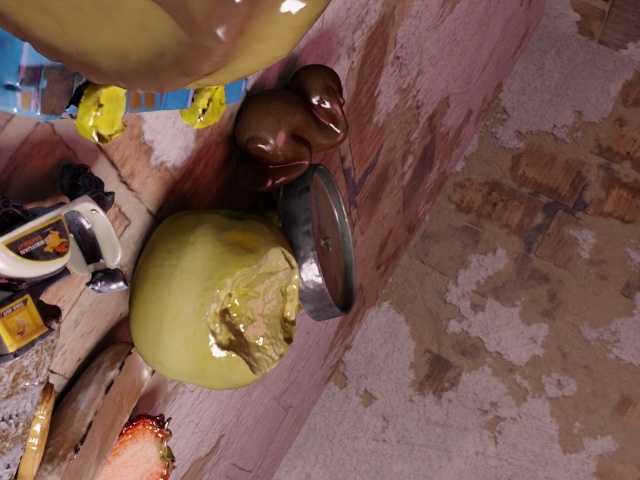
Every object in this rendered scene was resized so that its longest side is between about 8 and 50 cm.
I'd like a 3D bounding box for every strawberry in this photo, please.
[{"bbox_3d":[-0.356,0.385,1.441,0.208,0.087,0.167,-19,120,-32],"label":"strawberry"}]

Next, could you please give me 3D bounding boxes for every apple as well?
[{"bbox_3d":[-0.155,0.081,1.227,0.279,0.279,0.279,-55,163,-25],"label":"apple"}]

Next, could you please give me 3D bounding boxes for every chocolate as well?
[{"bbox_3d":[-0.347,0.264,1.220,0.161,0.083,0.261,96,17,-56],"label":"chocolate"}]

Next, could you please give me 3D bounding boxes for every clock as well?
[{"bbox_3d":[0.000,0.000,1.424,0.280,0.055,0.280,-10,90,-74],"label":"clock"}]

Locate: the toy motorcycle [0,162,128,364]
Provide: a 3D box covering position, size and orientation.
[{"bbox_3d":[-0.287,0.013,0.869,0.157,0.091,0.263,68,26,-11],"label":"toy motorcycle"}]

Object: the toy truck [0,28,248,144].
[{"bbox_3d":[-0.199,-0.195,0.782,0.385,0.161,0.162,-24,131,-65],"label":"toy truck"}]

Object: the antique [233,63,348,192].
[{"bbox_3d":[-0.046,-0.202,1.351,0.257,0.121,0.143,-40,145,-38],"label":"antique"}]

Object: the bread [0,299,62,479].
[{"bbox_3d":[-0.416,0.251,0.920,0.416,0.113,0.165,-67,166,15],"label":"bread"}]

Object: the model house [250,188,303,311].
[{"bbox_3d":[-0.089,0.008,1.543,0.239,0.173,0.268,44,43,-61],"label":"model house"}]

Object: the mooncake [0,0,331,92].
[{"bbox_3d":[-0.124,-0.279,0.418,0.246,0.394,0.393,-52,164,-30],"label":"mooncake"}]

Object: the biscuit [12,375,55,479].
[{"bbox_3d":[-0.377,0.257,1.073,0.250,0.035,0.162,129,-28,-47],"label":"biscuit"}]
